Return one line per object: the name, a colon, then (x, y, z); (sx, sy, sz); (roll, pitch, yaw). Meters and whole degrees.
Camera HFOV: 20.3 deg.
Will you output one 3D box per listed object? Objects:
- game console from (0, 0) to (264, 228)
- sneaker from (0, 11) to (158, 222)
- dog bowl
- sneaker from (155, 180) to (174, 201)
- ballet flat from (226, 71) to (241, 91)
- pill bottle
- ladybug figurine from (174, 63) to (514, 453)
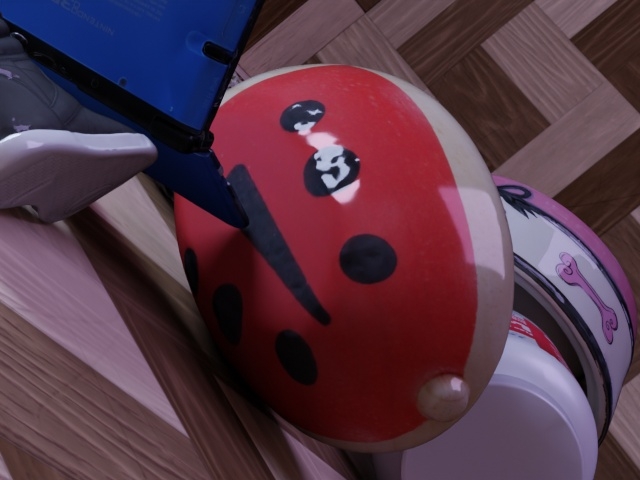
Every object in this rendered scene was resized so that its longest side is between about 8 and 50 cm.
game console: (-0.161, -0.178, 1.467); (0.293, 0.250, 0.173); (31, 16, 22)
sneaker: (-0.215, -0.099, 1.309); (0.147, 0.104, 0.296); (57, 10, 8)
dog bowl: (0.208, 0.090, 2.214); (0.408, 0.150, 0.408); (26, -37, 22)
sneaker: (-0.159, -0.088, 2.007); (0.281, 0.105, 0.115); (-130, -144, -86)
ballet flat: (-0.200, -0.224, 2.145); (0.241, 0.077, 0.091); (30, 19, -15)
pill bottle: (0.167, 0.198, 1.873); (0.229, 0.229, 0.407); (51, 5, -3)
ladybug figurine: (0.000, 0.000, 1.567); (0.162, 0.305, 0.449); (22, 18, -40)
